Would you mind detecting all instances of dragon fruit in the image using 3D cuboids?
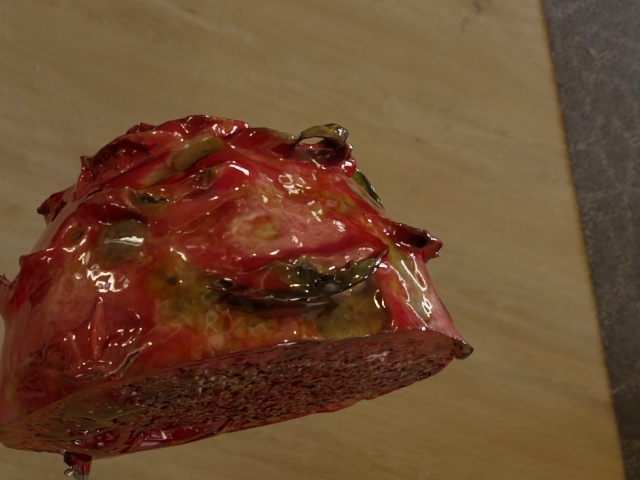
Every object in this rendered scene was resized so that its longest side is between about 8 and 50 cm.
[{"bbox_3d":[-0.080,0.037,0.806,0.371,0.386,0.249,-18,73,22],"label":"dragon fruit"}]

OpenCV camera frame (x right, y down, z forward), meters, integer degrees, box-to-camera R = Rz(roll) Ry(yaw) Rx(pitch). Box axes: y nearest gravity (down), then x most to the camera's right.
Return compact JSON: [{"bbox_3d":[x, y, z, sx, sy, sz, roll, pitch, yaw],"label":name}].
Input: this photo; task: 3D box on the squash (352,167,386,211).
[{"bbox_3d":[0.000,0.000,1.069,0.123,0.170,0.170,-14,80,-13],"label":"squash"}]
